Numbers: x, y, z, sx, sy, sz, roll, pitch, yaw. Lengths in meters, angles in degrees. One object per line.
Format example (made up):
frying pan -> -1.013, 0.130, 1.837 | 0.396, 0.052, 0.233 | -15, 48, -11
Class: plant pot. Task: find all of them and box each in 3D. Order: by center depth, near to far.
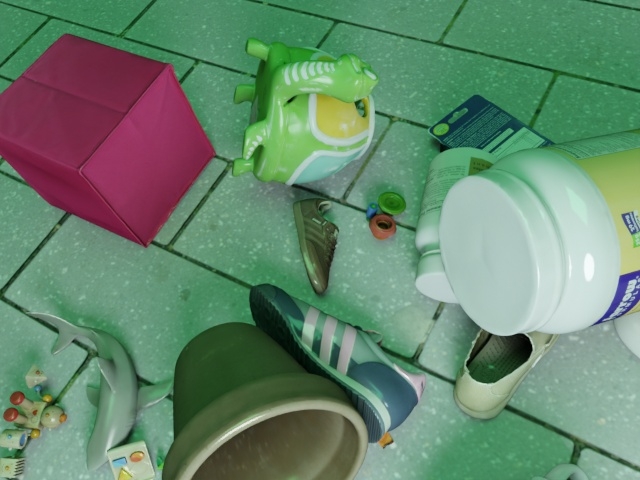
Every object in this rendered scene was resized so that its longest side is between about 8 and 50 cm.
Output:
plant pot -> -0.099, 0.239, 0.790 | 0.263, 0.263, 0.229 | -30, 39, -7

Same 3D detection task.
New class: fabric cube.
fabric cube -> -0.398, -0.186, 1.076 | 0.258, 0.254, 0.259 | 21, 65, 22

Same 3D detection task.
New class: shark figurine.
shark figurine -> -0.352, 0.196, 0.922 | 0.166, 0.116, 0.278 | -32, 60, -10

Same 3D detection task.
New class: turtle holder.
turtle holder -> -0.023, -0.235, 1.003 | 0.228, 0.320, 0.243 | 5, 51, -15

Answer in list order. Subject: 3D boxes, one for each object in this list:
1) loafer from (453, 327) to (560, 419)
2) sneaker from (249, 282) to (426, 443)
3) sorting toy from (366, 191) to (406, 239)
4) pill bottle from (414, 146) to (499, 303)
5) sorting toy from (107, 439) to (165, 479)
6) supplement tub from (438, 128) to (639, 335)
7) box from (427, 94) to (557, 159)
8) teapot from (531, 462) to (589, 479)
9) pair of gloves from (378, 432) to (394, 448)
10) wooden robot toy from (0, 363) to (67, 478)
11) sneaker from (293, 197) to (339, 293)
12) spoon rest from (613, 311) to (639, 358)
loafer -> 0.287, 0.136, 0.841 | 0.102, 0.092, 0.268 | 27, 68, 24
sneaker -> 0.019, 0.163, 0.889 | 0.131, 0.112, 0.319 | -25, 51, -34
sorting toy -> 0.110, -0.040, 1.018 | 0.061, 0.042, 0.101 | 23, 53, 6
pill bottle -> 0.221, -0.023, 0.927 | 0.131, 0.131, 0.229 | 8, 61, 16
sorting toy -> -0.269, 0.331, 0.861 | 0.084, 0.012, 0.061 | -15, 93, -6
supplement tub -> 0.352, -0.014, 0.763 | 0.332, 0.241, 0.240 | -13, 56, -18
box -> 0.319, -0.168, 1.051 | 0.136, 0.036, 0.225 | -38, 61, -13
teapot -> 0.242, 0.407, 0.641 | 0.256, 0.187, 0.252 | -36, 30, 8
pair of gloves -> 0.058, 0.281, 0.847 | 0.083, 0.010, 0.074 | -29, 58, -8
wooden robot toy -> -0.446, 0.283, 0.913 | 0.079, 0.076, 0.173 | 5, 60, 2
sneaker -> 0.000, 0.000, 0.995 | 0.071, 0.066, 0.188 | -14, 58, 1
spoon rest -> 0.524, 0.167, 0.796 | 0.138, 0.084, 0.276 | -20, 44, -3
